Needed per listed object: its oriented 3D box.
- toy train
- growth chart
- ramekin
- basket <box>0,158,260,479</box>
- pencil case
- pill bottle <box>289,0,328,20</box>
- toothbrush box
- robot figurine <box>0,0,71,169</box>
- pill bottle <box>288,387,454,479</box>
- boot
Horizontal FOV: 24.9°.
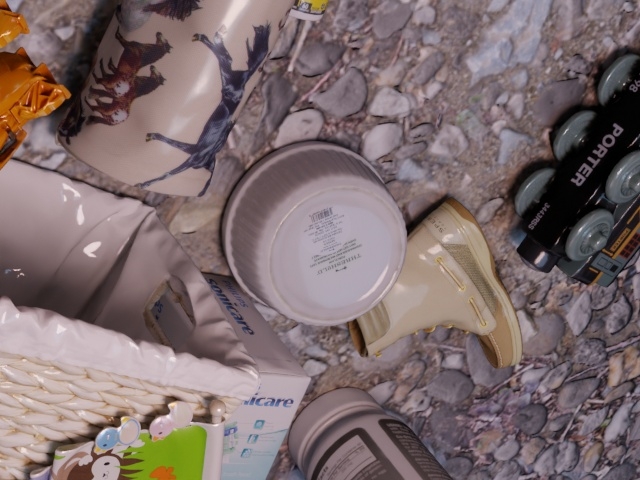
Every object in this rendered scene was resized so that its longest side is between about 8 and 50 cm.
[{"bbox_3d":[0.384,-0.089,1.845,0.334,0.142,0.190,-54,143,9],"label":"toy train"},{"bbox_3d":[-0.195,0.234,1.357,0.237,0.021,0.172,-17,132,-17],"label":"growth chart"},{"bbox_3d":[0.000,0.000,1.650,0.207,0.109,0.207,-7,111,-18],"label":"ramekin"},{"bbox_3d":[-0.300,0.104,1.427,0.331,0.328,0.266,21,111,-40],"label":"basket"},{"bbox_3d":[-0.124,-0.234,1.415,0.160,0.183,0.410,-13,133,-60],"label":"pencil case"},{"bbox_3d":[-0.010,-0.292,1.504,0.065,0.065,0.116,4,118,-33],"label":"pill bottle"},{"bbox_3d":[-0.157,0.212,1.661,0.126,0.216,0.295,9,116,-36],"label":"toothbrush box"},{"bbox_3d":[-0.346,-0.070,1.179,0.291,0.085,0.211,-48,153,-13],"label":"robot figurine"},{"bbox_3d":[0.081,0.323,1.835,0.161,0.283,0.161,-16,128,-22],"label":"pill bottle"},{"bbox_3d":[0.137,0.098,1.836,0.203,0.095,0.262,-32,125,-10],"label":"boot"}]
